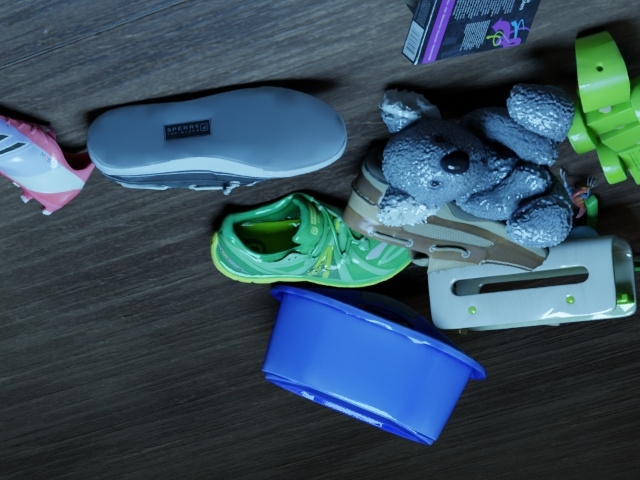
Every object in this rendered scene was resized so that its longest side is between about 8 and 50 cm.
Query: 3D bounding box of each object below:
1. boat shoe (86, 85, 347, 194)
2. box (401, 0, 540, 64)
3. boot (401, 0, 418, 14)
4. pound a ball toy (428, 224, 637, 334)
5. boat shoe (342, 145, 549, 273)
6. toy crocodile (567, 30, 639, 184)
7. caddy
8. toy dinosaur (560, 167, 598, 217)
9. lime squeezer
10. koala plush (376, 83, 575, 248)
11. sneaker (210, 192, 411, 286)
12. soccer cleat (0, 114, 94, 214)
[{"bbox_3d":[-0.120,-0.106,1.883,0.306,0.113,0.105,-8,160,1],"label":"boat shoe"},{"bbox_3d":[0.166,-0.246,1.630,0.162,0.029,0.116,-14,136,-35],"label":"box"},{"bbox_3d":[0.089,-0.304,1.599,0.115,0.112,0.305,-43,145,18],"label":"boot"},{"bbox_3d":[0.299,0.058,2.311,0.319,0.136,0.208,-7,173,25],"label":"pound a ball toy"},{"bbox_3d":[0.160,-0.021,2.096,0.324,0.122,0.120,22,112,-33],"label":"boat shoe"},{"bbox_3d":[0.382,-0.153,1.974,0.115,0.105,0.340,-21,156,21],"label":"toy crocodile"},{"bbox_3d":[0.073,0.167,2.325,0.341,0.179,0.241,22,171,4],"label":"caddy"},{"bbox_3d":[0.359,-0.061,2.161,0.047,0.090,0.082,-8,-161,19],"label":"toy dinosaur"},{"bbox_3d":[0.440,0.013,2.370,0.310,0.059,0.110,26,107,-47],"label":"lime squeezer"},{"bbox_3d":[0.175,-0.094,1.920,0.221,0.196,0.203,-2,-172,-10],"label":"koala plush"},{"bbox_3d":[0.000,0.000,2.127,0.295,0.109,0.123,-5,157,-7],"label":"sneaker"},{"bbox_3d":[-0.364,-0.116,1.845,0.095,0.083,0.248,-46,140,5],"label":"soccer cleat"}]
